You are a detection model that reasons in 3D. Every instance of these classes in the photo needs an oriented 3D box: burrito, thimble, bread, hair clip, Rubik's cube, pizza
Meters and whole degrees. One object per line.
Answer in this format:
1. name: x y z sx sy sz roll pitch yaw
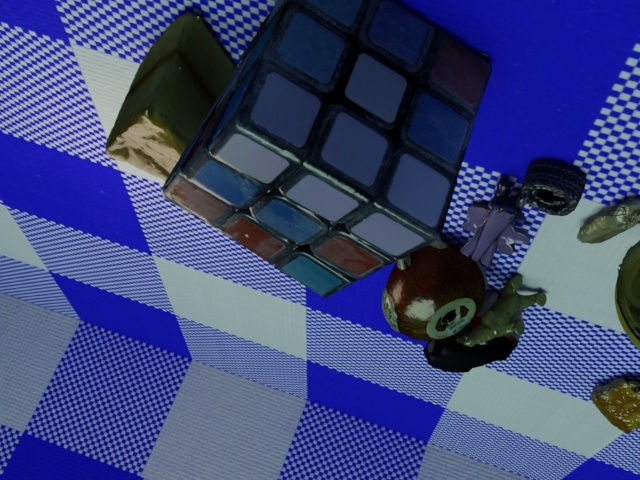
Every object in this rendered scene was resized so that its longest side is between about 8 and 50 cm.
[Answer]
1. burrito: 0.534 -0.031 1.594 0.058 0.045 0.188 32 156 -5
2. thimble: 0.413 -0.093 1.543 0.104 0.066 0.095 17 154 16
3. bread: -0.178 -0.204 1.609 0.362 0.233 0.245 29 153 -25
4. hair clip: 0.353 -0.033 1.699 0.137 0.090 0.278 24 159 5
5. Rubik's cube: 0.006 -0.167 1.373 0.362 0.363 0.359 33 149 -15
6. pizza: 0.832 0.409 2.214 0.189 0.071 0.297 40 149 -9

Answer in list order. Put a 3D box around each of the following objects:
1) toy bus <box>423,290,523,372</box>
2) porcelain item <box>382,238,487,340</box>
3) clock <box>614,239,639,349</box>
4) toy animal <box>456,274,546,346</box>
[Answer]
1. toy bus: 0.372 0.231 2.128 0.128 0.147 0.303 26 157 -10
2. porcelain item: 0.239 0.096 1.940 0.253 0.253 0.253 18 155 9
3. clock: 0.656 0.107 1.494 0.293 0.277 0.071 39 164 25
4. toy animal: 0.399 0.166 1.931 0.103 0.218 0.101 51 145 -9
